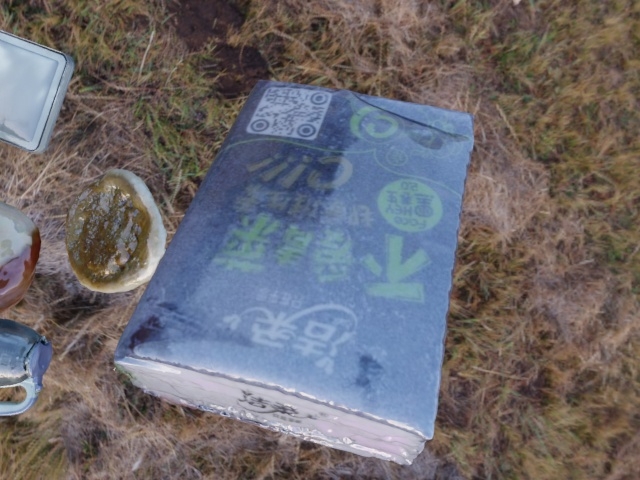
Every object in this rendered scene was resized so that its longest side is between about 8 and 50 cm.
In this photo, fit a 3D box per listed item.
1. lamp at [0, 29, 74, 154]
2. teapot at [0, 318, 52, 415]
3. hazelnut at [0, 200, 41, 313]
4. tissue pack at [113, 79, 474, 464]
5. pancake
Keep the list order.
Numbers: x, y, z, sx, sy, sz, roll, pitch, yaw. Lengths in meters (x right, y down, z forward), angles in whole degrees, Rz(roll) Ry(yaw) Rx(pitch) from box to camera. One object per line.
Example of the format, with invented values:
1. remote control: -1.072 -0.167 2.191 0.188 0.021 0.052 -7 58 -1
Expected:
1. lamp: -0.787 -0.384 1.364 0.266 0.047 0.269 22 94 10
2. teapot: -0.515 0.208 0.885 0.108 0.111 0.149 9 56 3
3. hazelnut: -0.632 0.045 0.932 0.261 0.261 0.241 -1 50 -32
4. tissue pack: 0.000 0.000 0.578 0.288 0.124 0.394 11 55 9
5. pancake: -0.435 -0.015 1.115 0.049 0.282 0.283 10 80 -62
